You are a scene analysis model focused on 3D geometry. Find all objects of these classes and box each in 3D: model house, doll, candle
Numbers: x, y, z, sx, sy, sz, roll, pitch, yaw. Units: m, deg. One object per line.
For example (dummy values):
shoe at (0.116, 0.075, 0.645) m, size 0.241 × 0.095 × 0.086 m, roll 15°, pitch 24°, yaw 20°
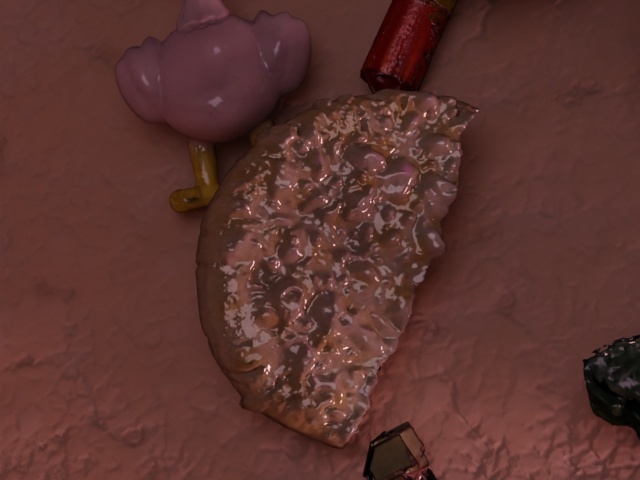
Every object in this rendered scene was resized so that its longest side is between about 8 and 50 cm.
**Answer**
model house at (0.055, 0.186, 1.401) m, size 0.058 × 0.057 × 0.083 m, roll -33°, pitch 86°, yaw 28°
doll at (-0.100, -0.211, 1.521) m, size 0.160 × 0.094 × 0.365 m, roll -14°, pitch 78°, yaw 6°
candle at (0.067, -0.155, 1.509) m, size 0.052 × 0.052 × 0.130 m, roll 18°, pitch 77°, yaw 18°

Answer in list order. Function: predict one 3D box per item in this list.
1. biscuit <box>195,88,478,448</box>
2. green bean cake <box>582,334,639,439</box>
biscuit at (0.000, 0.000, 1.439) m, size 0.179 × 0.084 × 0.281 m, roll 24°, pitch 81°, yaw 3°
green bean cake at (0.314, 0.075, 1.348) m, size 0.193 × 0.107 × 0.208 m, roll 30°, pitch 79°, yaw 23°
